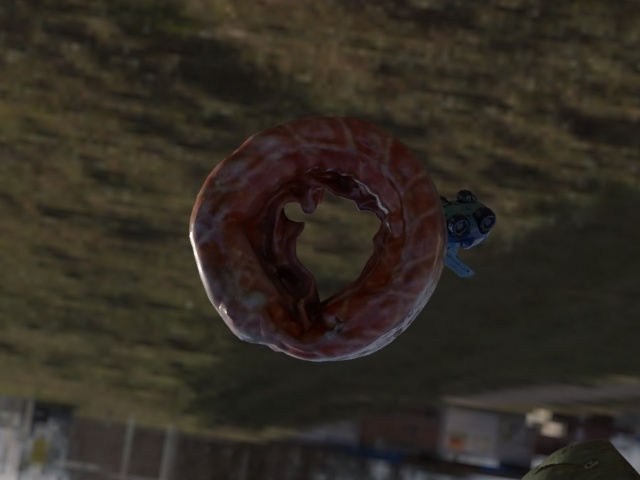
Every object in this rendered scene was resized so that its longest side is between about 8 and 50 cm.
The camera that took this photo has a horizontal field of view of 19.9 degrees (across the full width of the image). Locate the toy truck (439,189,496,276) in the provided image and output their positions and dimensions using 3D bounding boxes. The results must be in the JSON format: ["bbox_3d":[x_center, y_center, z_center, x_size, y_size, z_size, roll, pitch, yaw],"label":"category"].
[{"bbox_3d":[0.145,-0.002,1.939,0.073,0.090,0.056,-12,-142,-27],"label":"toy truck"}]

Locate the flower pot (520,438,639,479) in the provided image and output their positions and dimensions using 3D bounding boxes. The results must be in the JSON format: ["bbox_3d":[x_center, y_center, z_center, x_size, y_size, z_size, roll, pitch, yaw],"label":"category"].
[{"bbox_3d":[0.318,0.359,2.113,0.246,0.195,0.246,48,-177,-3],"label":"flower pot"}]

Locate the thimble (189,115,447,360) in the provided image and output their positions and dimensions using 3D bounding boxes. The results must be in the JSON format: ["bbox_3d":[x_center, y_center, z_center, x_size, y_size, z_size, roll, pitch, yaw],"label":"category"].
[{"bbox_3d":[0.000,0.000,1.712,0.239,0.239,0.162,8,175,3],"label":"thimble"}]
